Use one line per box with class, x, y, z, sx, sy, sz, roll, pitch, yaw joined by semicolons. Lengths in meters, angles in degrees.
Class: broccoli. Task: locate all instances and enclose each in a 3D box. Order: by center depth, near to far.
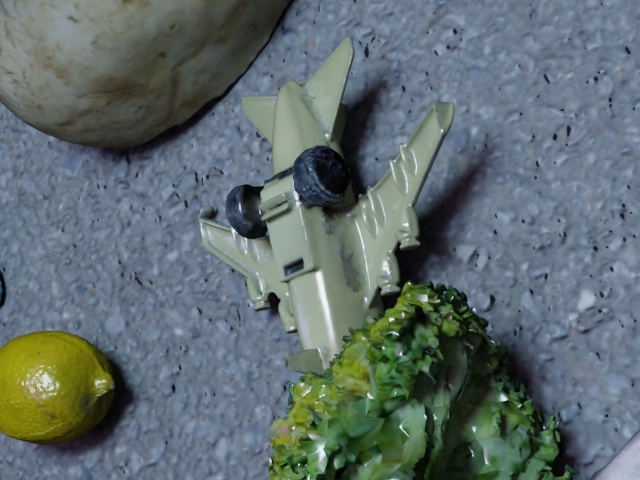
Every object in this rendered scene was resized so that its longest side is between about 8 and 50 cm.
broccoli;0.055;0.132;0.724;0.194;0.194;0.219;2;92;31

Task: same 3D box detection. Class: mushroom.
mushroom;-0.155;-0.197;0.928;0.254;0.189;0.195;-44;64;12

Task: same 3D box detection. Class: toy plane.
toy plane;0.000;0.000;0.853;0.229;0.092;0.244;-24;65;41

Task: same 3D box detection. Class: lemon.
lemon;-0.193;0.105;0.948;0.111;0.082;0.082;-6;76;36

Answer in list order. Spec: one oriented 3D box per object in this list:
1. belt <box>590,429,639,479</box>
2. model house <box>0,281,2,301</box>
belt;0.245;0.181;0.652;0.324;0.115;0.227;-41;61;18
model house;-0.438;0.002;1.023;0.261;0.241;0.226;-33;67;21
